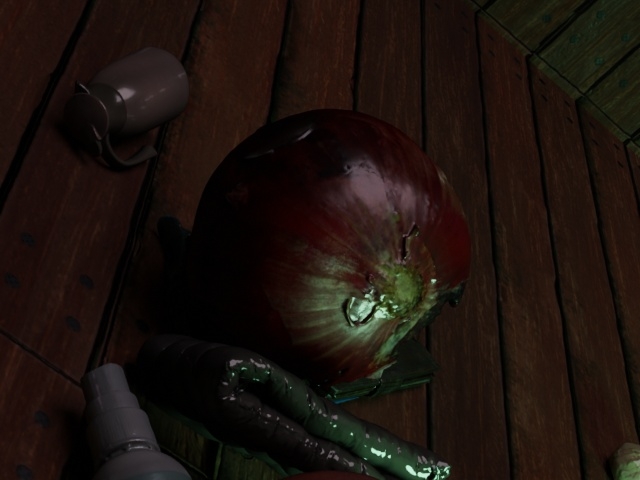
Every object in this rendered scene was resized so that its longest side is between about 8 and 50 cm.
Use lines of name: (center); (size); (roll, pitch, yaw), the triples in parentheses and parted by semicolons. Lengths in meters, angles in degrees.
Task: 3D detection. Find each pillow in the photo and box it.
pillow: (-0.034, 0.206, 1.702); (0.326, 0.101, 0.228); (30, -15, -27)

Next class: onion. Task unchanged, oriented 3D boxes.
onion: (0.001, 0.005, 1.813); (0.341, 0.341, 0.341); (36, 28, -22)

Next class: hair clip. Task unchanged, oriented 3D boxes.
hair clip: (-0.167, 0.065, 1.884); (0.070, 0.039, 0.229); (31, 35, -30)

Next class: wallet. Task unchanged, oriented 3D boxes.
wallet: (0.038, 0.138, 2.077); (0.169, 0.044, 0.317); (52, 24, 18)

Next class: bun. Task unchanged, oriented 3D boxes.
bun: (0.508, 0.369, 2.440); (0.115, 0.069, 0.115); (36, 29, -24)

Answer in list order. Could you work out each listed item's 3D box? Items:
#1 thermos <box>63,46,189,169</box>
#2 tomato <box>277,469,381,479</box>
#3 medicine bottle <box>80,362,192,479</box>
thermos: (-0.253, -0.164, 2.009); (0.193, 0.105, 0.137); (-41, 119, -61)
tomato: (0.011, 0.352, 1.537); (0.256, 0.224, 0.256); (28, 32, -19)
medicine bottle: (-0.167, 0.271, 1.493); (0.110, 0.110, 0.352); (19, 38, -45)
